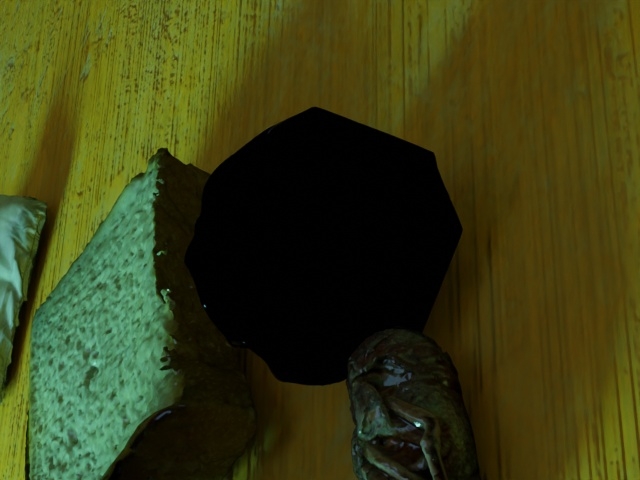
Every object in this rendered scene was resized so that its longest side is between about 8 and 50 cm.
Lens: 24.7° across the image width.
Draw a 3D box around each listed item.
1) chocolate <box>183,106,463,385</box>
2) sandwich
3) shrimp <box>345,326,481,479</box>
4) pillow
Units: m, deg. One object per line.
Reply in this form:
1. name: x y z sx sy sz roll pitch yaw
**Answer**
1. chocolate: 0.000 0.000 0.854 0.133 0.156 0.156 -71 6 -83
2. sandwich: -0.129 0.095 1.030 0.226 0.087 0.251 -49 33 30
3. shrimp: 0.046 0.131 0.736 0.073 0.075 0.190 -15 66 17
4. pillow: -0.328 0.063 1.412 0.128 0.051 0.229 -5 69 42
